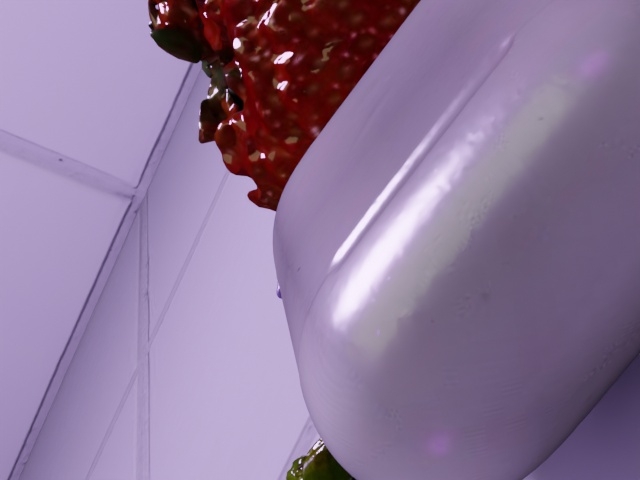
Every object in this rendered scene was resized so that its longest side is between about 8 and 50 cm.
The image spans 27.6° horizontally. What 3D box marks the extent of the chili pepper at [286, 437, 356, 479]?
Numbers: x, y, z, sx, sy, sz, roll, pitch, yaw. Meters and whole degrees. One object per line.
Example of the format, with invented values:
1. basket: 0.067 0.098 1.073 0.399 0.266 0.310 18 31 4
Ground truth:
1. chili pepper: 0.050 0.089 0.880 0.204 0.073 0.072 -61 -23 -13

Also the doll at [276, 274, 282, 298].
1. doll: 0.000 0.000 1.237 0.110 0.067 0.206 -49 10 28

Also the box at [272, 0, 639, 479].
1. box: 0.092 -0.029 0.719 0.289 0.141 0.349 -51 16 10

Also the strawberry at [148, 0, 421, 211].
1. strawberry: 0.055 -0.185 0.999 0.351 0.267 0.312 -33 72 21
